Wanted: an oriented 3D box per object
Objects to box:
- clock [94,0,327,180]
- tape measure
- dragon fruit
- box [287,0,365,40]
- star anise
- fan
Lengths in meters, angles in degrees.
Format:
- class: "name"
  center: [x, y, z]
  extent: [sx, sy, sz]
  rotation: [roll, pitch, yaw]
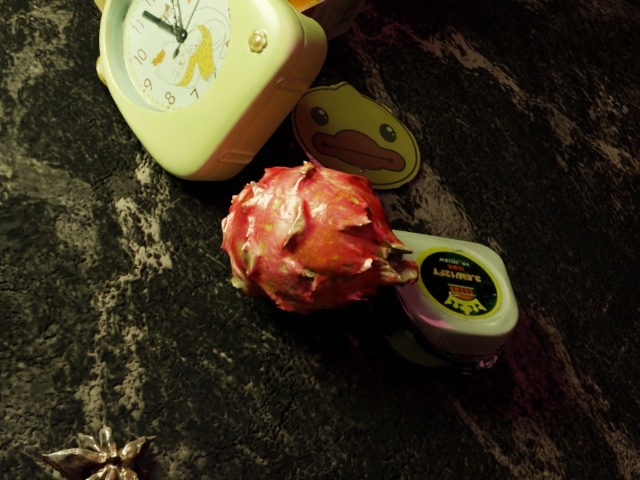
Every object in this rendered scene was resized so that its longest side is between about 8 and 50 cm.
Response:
- class: "clock"
  center: [-0.178, -0.282, 1.453]
  extent: [0.348, 0.286, 0.117]
  rotation: [51, 25, 21]
- class: "tape measure"
  center: [0.149, 0.091, 1.453]
  extent: [0.235, 0.115, 0.207]
  rotation: [9, 47, -18]
- class: "dragon fruit"
  center: [0.000, 0.000, 1.348]
  extent: [0.268, 0.210, 0.205]
  rotation: [18, 41, 27]
- class: "box"
  center: [-0.100, -0.410, 1.675]
  extent: [0.225, 0.143, 0.341]
  rotation: [47, 47, 11]
- class: "star anise"
  center: [-0.245, 0.252, 1.145]
  extent: [0.129, 0.056, 0.124]
  rotation: [16, 38, -21]
- class: "fan"
  center: [0.062, -0.133, 1.640]
  extent: [0.229, 0.011, 0.335]
  rotation: [10, 52, -22]
